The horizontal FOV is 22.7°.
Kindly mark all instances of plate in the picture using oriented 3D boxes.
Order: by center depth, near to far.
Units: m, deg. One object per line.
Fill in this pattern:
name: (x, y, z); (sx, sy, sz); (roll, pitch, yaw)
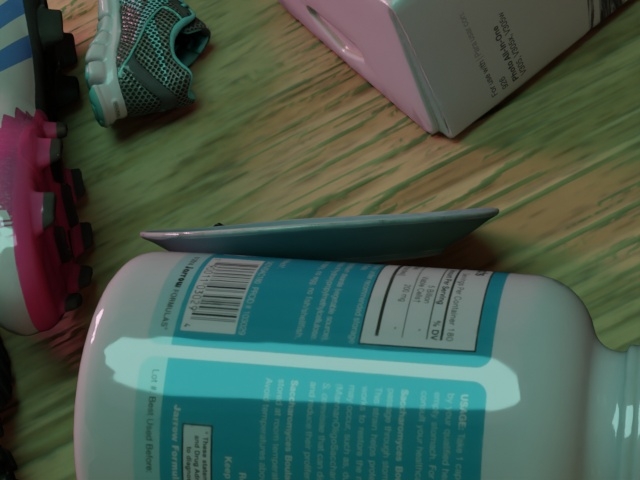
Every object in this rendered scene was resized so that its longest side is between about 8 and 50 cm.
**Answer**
plate: (0.000, 0.000, 0.834); (0.188, 0.188, 0.024); (-3, 91, 24)

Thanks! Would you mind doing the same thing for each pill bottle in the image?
pill bottle: (0.033, 0.084, 0.729); (0.264, 0.146, 0.146); (4, 55, 13)

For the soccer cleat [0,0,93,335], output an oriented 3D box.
soccer cleat: (-0.222, -0.054, 0.996); (0.143, 0.116, 0.331); (-10, 40, -2)

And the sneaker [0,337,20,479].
sneaker: (-0.257, 0.100, 0.882); (0.146, 0.134, 0.343); (-26, 47, 6)

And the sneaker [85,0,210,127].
sneaker: (-0.110, -0.143, 1.066); (0.076, 0.065, 0.166); (-2, 55, 4)

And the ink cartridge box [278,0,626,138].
ink cartridge box: (0.112, -0.229, 0.974); (0.289, 0.121, 0.211); (-39, 48, -7)

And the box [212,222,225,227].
box: (-0.061, 0.035, 0.916); (0.067, 0.018, 0.083); (28, 70, 39)
